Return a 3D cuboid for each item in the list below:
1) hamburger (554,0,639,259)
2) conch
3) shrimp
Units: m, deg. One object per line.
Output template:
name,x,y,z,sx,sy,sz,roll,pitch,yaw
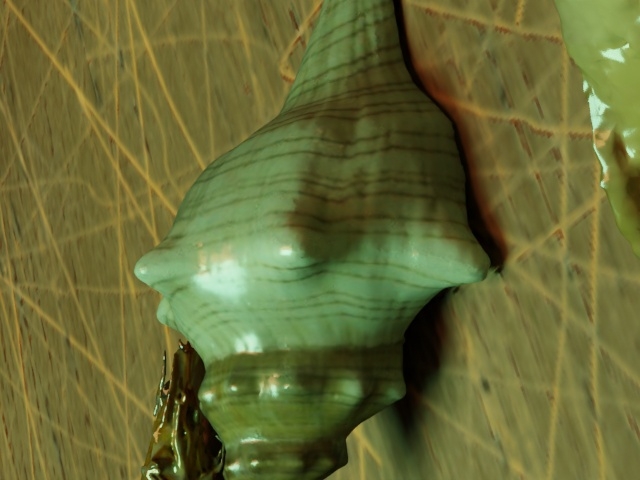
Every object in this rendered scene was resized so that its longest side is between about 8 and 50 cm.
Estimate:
hamburger,0.162,-0.078,0.384,0.162,0.209,0.330,6,134,51
conch,-0.005,0.007,0.758,0.137,0.114,0.234,26,110,41
shrimp,-0.056,0.130,0.915,0.095,0.045,0.162,8,98,59
